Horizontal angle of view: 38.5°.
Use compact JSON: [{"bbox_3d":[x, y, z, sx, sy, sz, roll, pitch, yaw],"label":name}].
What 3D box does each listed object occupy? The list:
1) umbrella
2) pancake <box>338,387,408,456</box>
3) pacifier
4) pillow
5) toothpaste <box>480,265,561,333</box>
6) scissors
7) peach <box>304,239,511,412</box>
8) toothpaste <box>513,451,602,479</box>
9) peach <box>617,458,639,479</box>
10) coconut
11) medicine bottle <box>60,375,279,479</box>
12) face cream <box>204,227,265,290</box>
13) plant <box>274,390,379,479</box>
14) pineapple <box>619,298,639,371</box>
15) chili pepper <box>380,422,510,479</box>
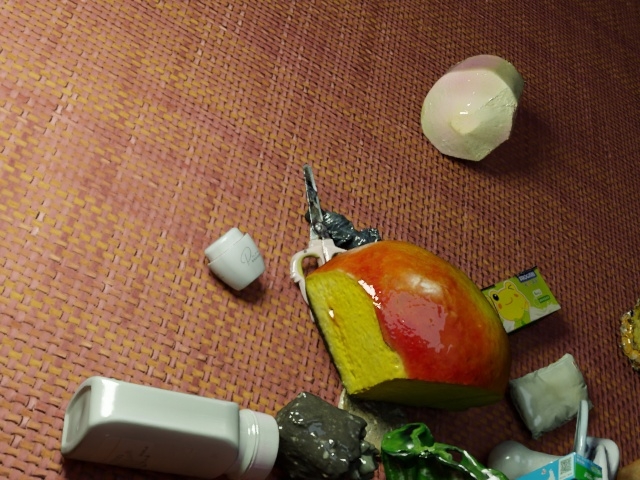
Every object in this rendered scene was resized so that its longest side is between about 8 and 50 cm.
[{"bbox_3d":[0.071,-0.006,1.827,0.224,0.071,0.080,33,17,-7],"label":"umbrella"},{"bbox_3d":[0.094,0.317,1.638,0.152,0.025,0.151,21,49,-26],"label":"pancake"},{"bbox_3d":[0.422,0.434,1.687,0.233,0.299,0.244,8,38,19],"label":"pacifier"},{"bbox_3d":[0.483,0.323,1.909,0.229,0.051,0.128,-14,76,-41],"label":"pillow"},{"bbox_3d":[0.374,0.150,1.934,0.328,0.077,0.110,-16,72,-43],"label":"toothpaste"},{"bbox_3d":[0.000,0.000,1.752,0.160,0.024,0.317,-2,73,-32],"label":"scissors"},{"bbox_3d":[0.165,0.142,1.642,0.381,0.242,0.306,17,55,-27],"label":"peach"},{"bbox_3d":[0.368,0.441,1.578,0.065,0.267,0.050,30,46,-18],"label":"toothpaste"},{"bbox_3d":[0.689,0.537,1.818,0.214,0.214,0.235,-21,56,-44],"label":"peach"},{"bbox_3d":[0.361,-0.305,2.149,0.233,0.233,0.245,44,36,-3],"label":"coconut"},{"bbox_3d":[-0.213,0.280,1.334,0.296,0.161,0.111,17,53,-26],"label":"medicine bottle"},{"bbox_3d":[-0.150,0.033,1.613,0.095,0.091,0.091,52,43,-6],"label":"face cream"},{"bbox_3d":[0.009,0.341,1.478,0.194,0.132,0.129,38,42,-7],"label":"plant"},{"bbox_3d":[0.780,0.247,2.170,0.225,0.076,0.224,19,53,-27],"label":"pineapple"},{"bbox_3d":[0.253,0.466,1.516,0.384,0.213,0.167,59,24,-1],"label":"chili pepper"}]
